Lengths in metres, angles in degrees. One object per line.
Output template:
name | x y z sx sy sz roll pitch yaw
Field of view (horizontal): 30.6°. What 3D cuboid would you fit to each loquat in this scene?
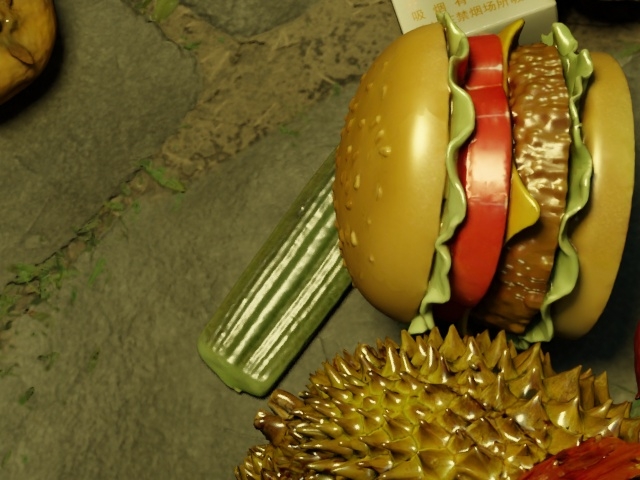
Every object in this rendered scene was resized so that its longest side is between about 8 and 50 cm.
loquat | -0.388 -0.235 1.223 0.238 0.193 0.238 -14 41 13

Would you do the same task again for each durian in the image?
durian | 0.104 0.234 0.829 0.384 0.347 0.347 41 81 16

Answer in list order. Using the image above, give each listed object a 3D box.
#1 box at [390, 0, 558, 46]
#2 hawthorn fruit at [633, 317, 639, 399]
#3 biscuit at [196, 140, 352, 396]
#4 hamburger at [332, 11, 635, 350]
box | 0.133 -0.289 1.182 0.149 0.067 0.233 -17 64 4
hawthorn fruit | 0.392 0.069 0.855 0.311 0.295 0.295 7 69 16
biscuit | 0.000 0.000 1.108 0.099 0.038 0.322 32 78 21
hamburger | 0.117 -0.048 0.958 0.212 0.274 0.275 6 67 -7
